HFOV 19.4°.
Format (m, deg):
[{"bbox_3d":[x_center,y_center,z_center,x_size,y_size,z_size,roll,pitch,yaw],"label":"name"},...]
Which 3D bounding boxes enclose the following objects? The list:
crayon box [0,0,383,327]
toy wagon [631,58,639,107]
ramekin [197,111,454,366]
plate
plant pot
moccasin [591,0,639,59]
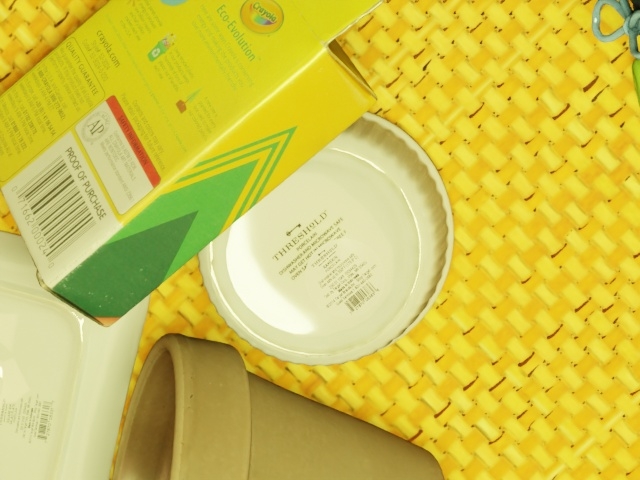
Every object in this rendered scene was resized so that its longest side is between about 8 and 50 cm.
[{"bbox_3d":[-0.096,-0.111,1.397,0.318,0.202,0.081,-39,138,9],"label":"crayon box"},{"bbox_3d":[0.367,-0.160,1.416,0.267,0.068,0.344,-13,97,7],"label":"toy wagon"},{"bbox_3d":[0.000,0.000,1.448,0.207,0.109,0.207,1,98,4],"label":"ramekin"},{"bbox_3d":[-0.298,0.124,1.522,0.278,0.045,0.277,13,98,2],"label":"plate"},{"bbox_3d":[-0.033,0.219,1.430,0.229,0.263,0.263,12,99,-14],"label":"plant pot"},{"bbox_3d":[0.276,-0.155,1.322,0.342,0.138,0.117,34,104,0],"label":"moccasin"}]
